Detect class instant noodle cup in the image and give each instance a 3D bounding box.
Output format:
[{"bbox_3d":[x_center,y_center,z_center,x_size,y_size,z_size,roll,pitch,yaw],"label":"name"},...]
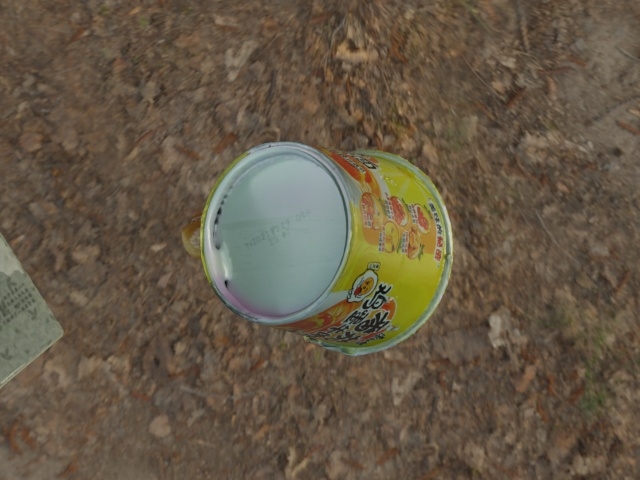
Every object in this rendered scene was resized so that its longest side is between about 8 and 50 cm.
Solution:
[{"bbox_3d":[0.000,0.000,1.107,0.264,0.200,0.264,-5,79,30],"label":"instant noodle cup"}]

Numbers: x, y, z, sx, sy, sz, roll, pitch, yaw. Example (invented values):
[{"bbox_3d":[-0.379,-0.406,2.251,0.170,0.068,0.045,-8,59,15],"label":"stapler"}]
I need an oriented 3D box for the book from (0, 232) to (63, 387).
[{"bbox_3d":[-0.441,0.005,0.931,0.032,0.269,0.389,-23,105,34],"label":"book"}]

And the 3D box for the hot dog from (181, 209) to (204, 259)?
[{"bbox_3d":[-0.064,-0.043,1.500,0.337,0.135,0.100,-9,106,24],"label":"hot dog"}]
